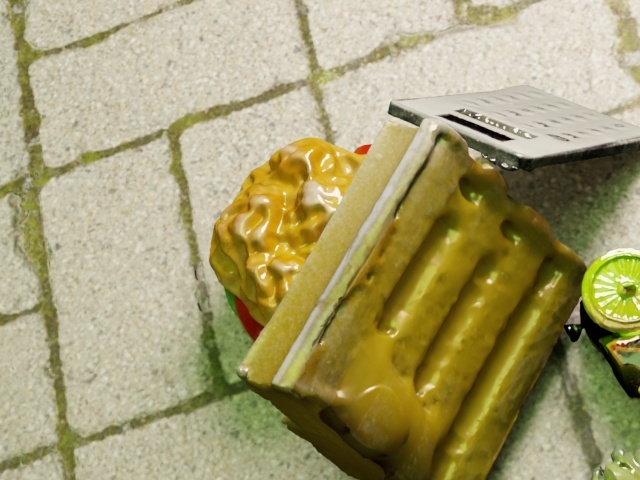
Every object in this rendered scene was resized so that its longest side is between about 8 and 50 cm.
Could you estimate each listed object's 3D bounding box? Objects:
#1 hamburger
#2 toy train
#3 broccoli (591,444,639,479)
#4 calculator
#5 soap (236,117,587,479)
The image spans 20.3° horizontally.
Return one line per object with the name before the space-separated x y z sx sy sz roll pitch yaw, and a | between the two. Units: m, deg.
hamburger | 0.000 0.000 1.732 0.237 0.149 0.237 -10 59 16
toy train | 0.369 0.035 1.609 0.296 0.100 0.161 -34 63 -2
broccoli | 0.336 0.251 1.351 0.347 0.281 0.293 17 100 12
calculator | 0.190 -0.108 1.683 0.161 0.261 0.021 25 111 30
soap | 0.084 0.072 1.581 0.143 0.259 0.281 16 68 50
